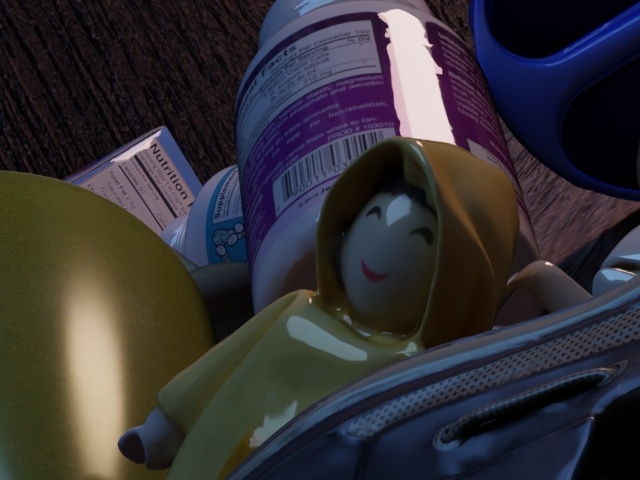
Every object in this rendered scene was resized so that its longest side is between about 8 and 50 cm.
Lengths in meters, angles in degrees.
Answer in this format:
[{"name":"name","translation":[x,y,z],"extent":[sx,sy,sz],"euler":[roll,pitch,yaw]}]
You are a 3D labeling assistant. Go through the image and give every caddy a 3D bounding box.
[{"name":"caddy","translation":[0.258,-0.171,1.289],"extent":[0.341,0.241,0.179],"euler":[-33,2,-4]}]

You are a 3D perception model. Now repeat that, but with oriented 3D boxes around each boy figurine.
[{"name":"boy figurine","translation":[-0.007,0.088,0.747],"extent":[0.285,0.092,0.177],"euler":[-54,42,-2]}]

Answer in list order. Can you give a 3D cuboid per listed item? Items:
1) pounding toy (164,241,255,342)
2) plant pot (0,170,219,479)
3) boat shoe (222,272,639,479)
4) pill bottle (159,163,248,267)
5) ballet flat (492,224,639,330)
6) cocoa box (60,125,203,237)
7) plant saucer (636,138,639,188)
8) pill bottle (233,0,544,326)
[{"name":"pounding toy","translation":[-0.061,0.050,1.328],"extent":[0.154,0.154,0.269],"euler":[-8,-11,-21]},{"name":"plant pot","translation":[-0.153,0.135,0.954],"extent":[0.275,0.274,0.293],"euler":[-32,23,-4]},{"name":"boat shoe","translation":[0.073,0.092,0.594],"extent":[0.355,0.132,0.130],"euler":[-35,9,10]},{"name":"pill bottle","translation":[0.000,0.000,1.438],"extent":[0.264,0.146,0.146],"euler":[-14,16,39]},{"name":"ballet flat","translation":[0.126,0.052,0.772],"extent":[0.107,0.106,0.316],"euler":[-36,8,-37]},{"name":"cocoa box","translation":[-0.240,0.093,1.628],"extent":[0.347,0.231,0.228],"euler":[-25,9,44]},{"name":"plant saucer","translation":[0.257,-0.137,1.040],"extent":[0.278,0.041,0.278],"euler":[-63,5,10]},{"name":"pill bottle","translation":[0.033,-0.044,1.190],"extent":[0.169,0.169,0.301],"euler":[-30,34,16]}]
